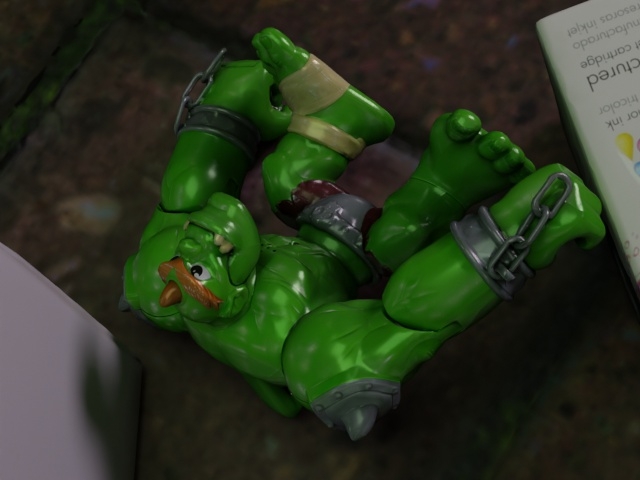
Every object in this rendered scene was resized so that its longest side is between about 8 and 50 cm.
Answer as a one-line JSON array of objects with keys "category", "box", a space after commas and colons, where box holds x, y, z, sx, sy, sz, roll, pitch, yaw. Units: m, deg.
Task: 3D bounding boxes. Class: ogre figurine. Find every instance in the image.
[{"category": "ogre figurine", "box": [0.000, 0.000, 0.608, 0.197, 0.097, 0.118, 29, 79, 25]}]

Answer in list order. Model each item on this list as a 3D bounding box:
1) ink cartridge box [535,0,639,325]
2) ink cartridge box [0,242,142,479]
[{"category": "ink cartridge box", "box": [0.175, 0.012, 0.568, 0.134, 0.078, 0.231, -21, 65, 6]}, {"category": "ink cartridge box", "box": [-0.203, 0.102, 0.580, 0.233, 0.168, 0.171, -4, 69, 14]}]
